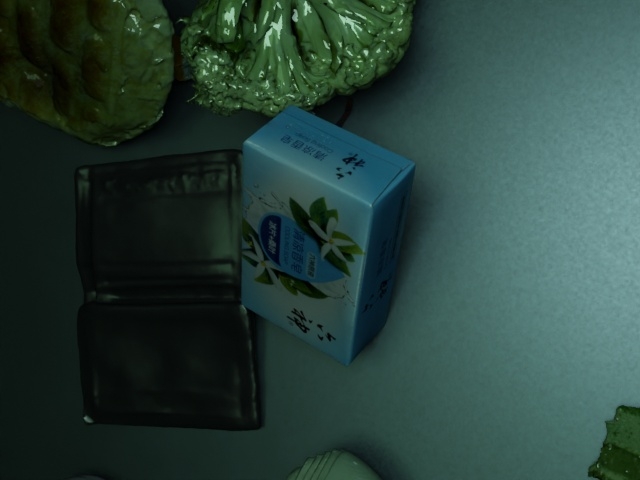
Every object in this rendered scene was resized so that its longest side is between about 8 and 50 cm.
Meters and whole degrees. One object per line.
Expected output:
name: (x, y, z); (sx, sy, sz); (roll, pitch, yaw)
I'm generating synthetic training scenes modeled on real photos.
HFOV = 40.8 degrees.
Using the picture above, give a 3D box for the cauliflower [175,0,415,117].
cauliflower: (-0.042, -0.263, 0.859); (0.272, 0.250, 0.275); (-14, 63, 19)

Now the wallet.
wallet: (-0.188, 0.061, 1.014); (0.247, 0.041, 0.322); (-3, 89, 23)

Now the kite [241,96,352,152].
kite: (-0.043, -0.086, 0.980); (0.127, 0.016, 0.229); (43, 106, 16)

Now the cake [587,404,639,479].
cake: (0.356, 0.223, 0.749); (0.235, 0.099, 0.100); (19, 92, 23)

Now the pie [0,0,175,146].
pie: (-0.295, -0.230, 0.981); (0.307, 0.071, 0.306); (17, 133, 19)

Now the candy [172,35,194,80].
candy: (-0.191, -0.228, 1.033); (0.182, 0.046, 0.053); (23, 92, 17)

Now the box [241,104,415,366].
box: (0.000, 0.000, 0.852); (0.143, 0.083, 0.232); (28, 137, 21)

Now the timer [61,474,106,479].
timer: (-0.293, 0.398, 1.024); (0.191, 0.069, 0.208); (-36, 73, 14)

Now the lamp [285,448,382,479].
lamp: (0.050, 0.288, 0.875); (0.193, 0.106, 0.106); (27, 97, 13)
